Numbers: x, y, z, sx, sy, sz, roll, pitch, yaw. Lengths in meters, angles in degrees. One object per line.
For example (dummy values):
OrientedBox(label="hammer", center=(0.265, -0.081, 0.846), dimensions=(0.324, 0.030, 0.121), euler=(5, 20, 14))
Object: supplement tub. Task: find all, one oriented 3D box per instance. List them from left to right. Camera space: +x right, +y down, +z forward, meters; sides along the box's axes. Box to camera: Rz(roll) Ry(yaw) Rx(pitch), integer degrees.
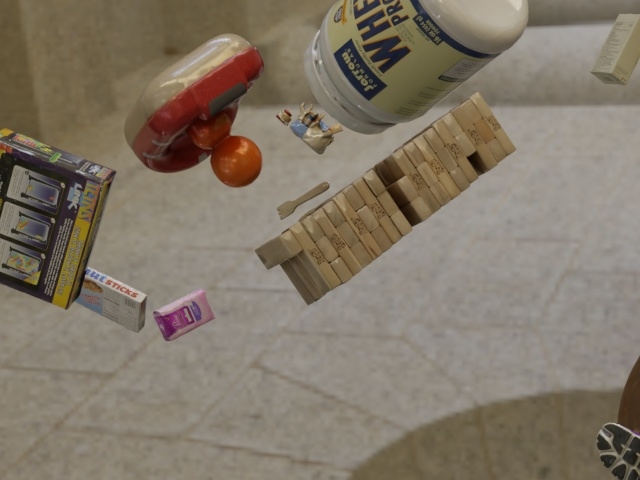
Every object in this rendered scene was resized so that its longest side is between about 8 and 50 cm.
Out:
OrientedBox(label="supplement tub", center=(0.146, -0.332, 2.290), dimensions=(0.235, 0.325, 0.235), euler=(21, -128, -29))

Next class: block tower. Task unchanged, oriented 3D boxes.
OrientedBox(label="block tower", center=(0.083, -0.048, 1.742), dimensions=(0.335, 0.091, 0.097), euler=(-35, -88, -25))

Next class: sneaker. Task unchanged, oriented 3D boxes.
OrientedBox(label="sneaker", center=(0.442, 0.295, 1.897), dimensions=(0.068, 0.170, 0.071), euler=(-63, -9, 23))

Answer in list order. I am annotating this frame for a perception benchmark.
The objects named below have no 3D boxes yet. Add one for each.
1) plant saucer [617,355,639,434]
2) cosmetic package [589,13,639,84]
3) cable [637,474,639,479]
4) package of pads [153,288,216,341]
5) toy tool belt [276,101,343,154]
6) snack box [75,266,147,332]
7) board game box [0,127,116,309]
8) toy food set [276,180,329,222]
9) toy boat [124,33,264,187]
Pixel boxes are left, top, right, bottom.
OrientedBox(label="plant saucer", center=(0.510, 0.221, 2.057), dimensions=(0.278, 0.041, 0.278), euler=(-57, 17, 28))
OrientedBox(label="cosmetic package", center=(0.505, -0.320, 2.402), dimensions=(0.041, 0.060, 0.115), euler=(31, -95, -29))
OrientedBox(label="cable", center=(0.358, 0.244, 1.024), dimensions=(0.072, 0.287, 0.139), euler=(-68, 15, -17))
OrientedBox(label="package of pads", center=(-0.200, 0.110, 2.119), dimensions=(0.083, 0.032, 0.050), euler=(-27, -83, -25))
OrientedBox(label="toy tool belt", center=(-0.014, -0.160, 1.946), dimensions=(0.051, 0.083, 0.052), euler=(-48, -12, -1))
OrientedBox(label="snack box", center=(-0.324, 0.067, 2.009), dimensions=(0.022, 0.178, 0.064), euler=(-51, -20, -43))
OrientedBox(label="board game box", center=(-0.325, -0.025, 1.646), dimensions=(0.048, 0.141, 0.170), euler=(-67, -2, -67))
OrientedBox(label="toy food set", center=(0.000, 0.000, 2.523), dimensions=(0.038, 0.132, 0.192), euler=(31, -144, -52))
OrientedBox(label="toy boat", center=(-0.123, -0.125, 1.627), dimensions=(0.151, 0.231, 0.151), euler=(-37, -89, -19))
